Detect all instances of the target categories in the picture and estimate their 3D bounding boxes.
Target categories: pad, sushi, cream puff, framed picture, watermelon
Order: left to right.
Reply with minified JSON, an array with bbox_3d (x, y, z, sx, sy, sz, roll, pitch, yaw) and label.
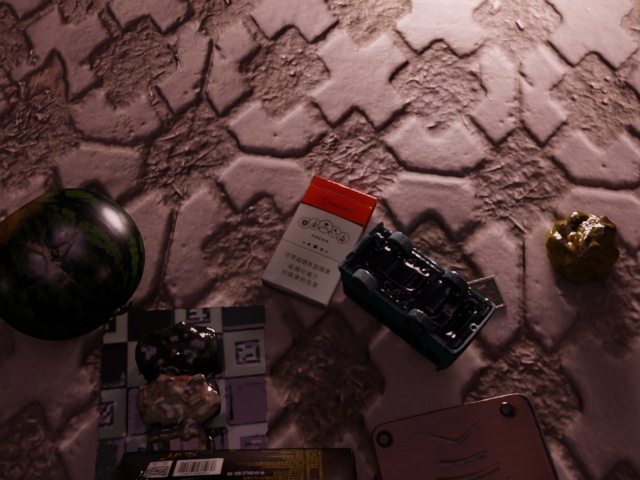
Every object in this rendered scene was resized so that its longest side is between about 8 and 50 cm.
[{"bbox_3d":[-0.434,0.041,1.245,0.268,0.269,0.269,0,63,0],"label":"watermelon"},{"bbox_3d":[-0.238,0.266,1.215,0.296,0.100,0.373,-3,63,-1],"label":"sushi"},{"bbox_3d":[0.250,0.410,1.191,0.286,0.018,0.284,-12,64,-5],"label":"pad"},{"bbox_3d":[0.291,0.104,1.350,0.089,0.007,0.066,-14,64,-7],"label":"framed picture"},{"bbox_3d":[0.486,0.003,1.344,0.146,0.116,0.146,-1,65,3],"label":"cream puff"}]

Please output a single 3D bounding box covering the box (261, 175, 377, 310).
[{"bbox_3d":[0.000,0.000,1.387,0.138,0.035,0.245,20,65,11],"label":"box"}]

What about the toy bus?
[{"bbox_3d":[0.164,0.102,1.273,0.256,0.147,0.128,38,70,22],"label":"toy bus"}]

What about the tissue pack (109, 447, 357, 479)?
[{"bbox_3d":[-0.129,0.415,1.050,0.369,0.210,0.198,0,104,0],"label":"tissue pack"}]
